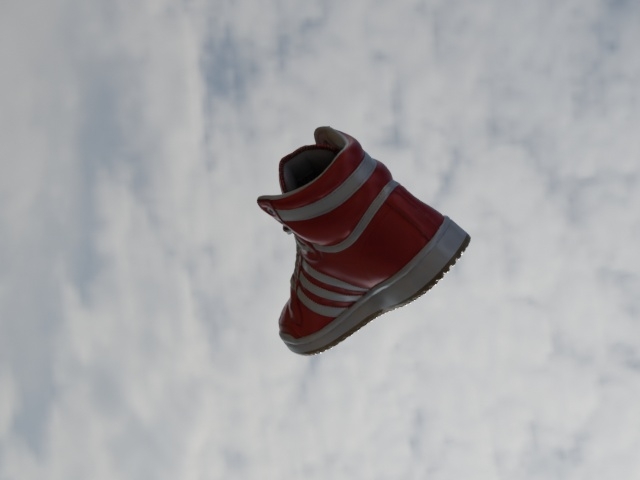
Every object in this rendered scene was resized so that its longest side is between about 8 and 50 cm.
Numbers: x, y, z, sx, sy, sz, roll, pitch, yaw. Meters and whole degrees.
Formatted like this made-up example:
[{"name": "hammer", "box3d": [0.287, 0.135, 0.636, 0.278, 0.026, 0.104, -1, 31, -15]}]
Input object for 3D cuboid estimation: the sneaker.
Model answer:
[{"name": "sneaker", "box3d": [0.000, 0.000, 0.676, 0.067, 0.042, 0.118, 42, -32, -8]}]
